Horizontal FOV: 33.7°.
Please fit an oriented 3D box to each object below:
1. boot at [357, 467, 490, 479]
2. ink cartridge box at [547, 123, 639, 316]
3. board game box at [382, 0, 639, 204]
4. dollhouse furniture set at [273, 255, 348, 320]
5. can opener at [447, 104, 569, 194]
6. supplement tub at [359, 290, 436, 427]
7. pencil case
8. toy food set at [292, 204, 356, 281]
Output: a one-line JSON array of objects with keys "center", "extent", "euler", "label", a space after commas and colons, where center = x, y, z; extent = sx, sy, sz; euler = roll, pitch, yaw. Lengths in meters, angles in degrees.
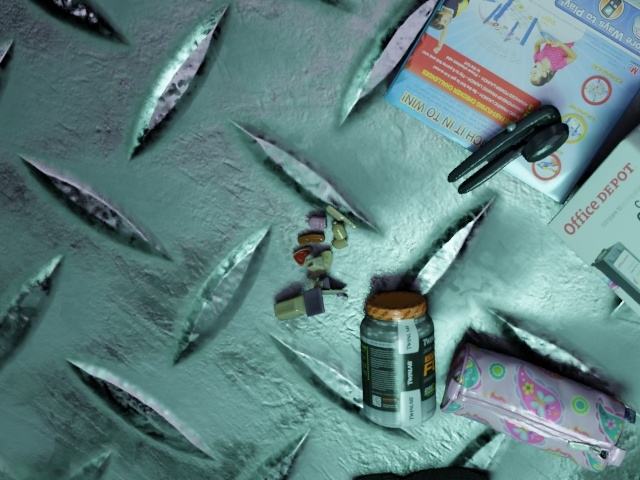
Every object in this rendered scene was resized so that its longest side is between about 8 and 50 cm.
[{"center": [0.172, 0.466, 1.739], "extent": [0.246, 0.083, 0.161], "euler": [-6, 111, 14], "label": "boot"}, {"center": [0.498, 0.001, 1.447], "extent": [0.306, 0.131, 0.226], "euler": [45, 144, 11], "label": "ink cartridge box"}, {"center": [0.297, -0.259, 1.512], "extent": [0.308, 0.086, 0.302], "euler": [31, 107, -2], "label": "board game box"}, {"center": [-0.016, 0.081, 1.679], "extent": [0.114, 0.081, 0.091], "euler": [-19, 76, 41], "label": "dollhouse furniture set"}, {"center": [0.258, -0.127, 1.479], "extent": [0.186, 0.073, 0.059], "euler": [-29, 108, 23], "label": "can opener"}, {"center": [0.120, 0.182, 1.638], "extent": [0.116, 0.117, 0.191], "euler": [-1, 106, 7], "label": "supplement tub"}, {"center": [0.331, 0.259, 1.633], "extent": [0.284, 0.124, 0.124], "euler": [23, 107, 1], "label": "pencil case"}, {"center": [0.000, 0.000, 1.655], "extent": [0.078, 0.019, 0.122], "euler": [38, 115, -7], "label": "toy food set"}]
